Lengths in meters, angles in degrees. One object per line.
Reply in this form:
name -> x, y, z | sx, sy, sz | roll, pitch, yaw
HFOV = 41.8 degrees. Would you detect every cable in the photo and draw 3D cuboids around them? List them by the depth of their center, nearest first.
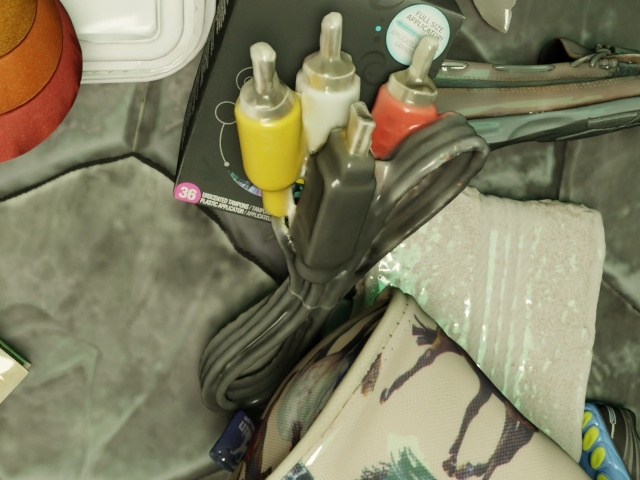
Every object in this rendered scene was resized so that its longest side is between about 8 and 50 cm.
cable -> 0.000, 0.000, 0.500 | 0.139, 0.287, 0.072 | -7, 53, -25

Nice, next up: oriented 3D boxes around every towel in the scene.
towel -> 0.103, 0.100, 0.608 | 0.187, 0.049, 0.282 | 9, 88, -17

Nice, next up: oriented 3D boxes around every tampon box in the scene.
tampon box -> -0.009, -0.101, 0.504 | 0.120, 0.101, 0.161 | 14, 125, -15

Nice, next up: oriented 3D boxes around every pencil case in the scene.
pencil case -> 0.118, 0.230, 0.486 | 0.410, 0.160, 0.183 | 46, 76, -4

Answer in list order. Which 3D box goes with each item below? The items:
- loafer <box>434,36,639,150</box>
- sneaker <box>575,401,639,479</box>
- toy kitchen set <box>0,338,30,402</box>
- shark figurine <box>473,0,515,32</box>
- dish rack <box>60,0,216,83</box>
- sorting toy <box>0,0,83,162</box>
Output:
loafer -> 0.162, -0.113, 0.600 | 0.267, 0.096, 0.084 | -11, 88, -14
sneaker -> 0.239, 0.205, 0.611 | 0.078, 0.067, 0.188 | -1, 59, -24
toy kitchen set -> -0.230, 0.078, 0.498 | 0.083, 0.068, 0.075 | 44, 79, -12
shark figurine -> 0.144, -0.188, 0.565 | 0.166, 0.278, 0.116 | -34, 136, -41
dish rack -> -0.211, -0.207, 0.436 | 0.332, 0.072, 0.286 | -5, 119, -17
sorting toy -> -0.260, -0.058, 0.311 | 0.365, 0.126, 0.127 | -28, 84, -26
